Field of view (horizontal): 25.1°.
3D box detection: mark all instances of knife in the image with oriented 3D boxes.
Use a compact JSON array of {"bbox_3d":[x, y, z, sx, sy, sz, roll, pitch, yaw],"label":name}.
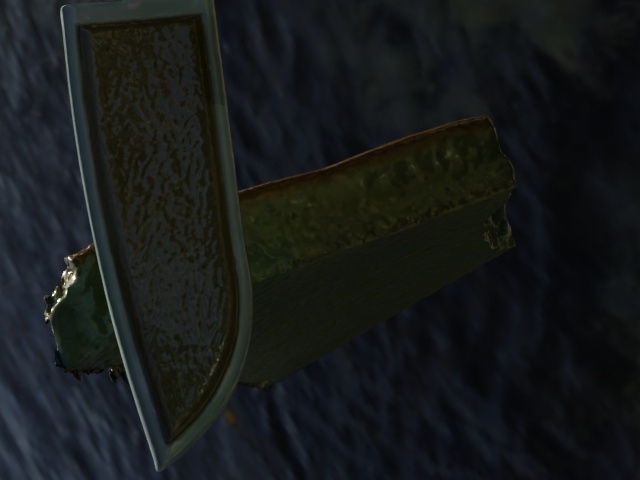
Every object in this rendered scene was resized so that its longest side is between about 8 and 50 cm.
[{"bbox_3d":[-0.071,-0.081,0.571,0.027,0.061,0.343,118,144,-74],"label":"knife"}]

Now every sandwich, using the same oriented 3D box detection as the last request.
[{"bbox_3d":[0.000,0.000,0.744,0.063,0.212,0.245,63,-165,15],"label":"sandwich"}]
